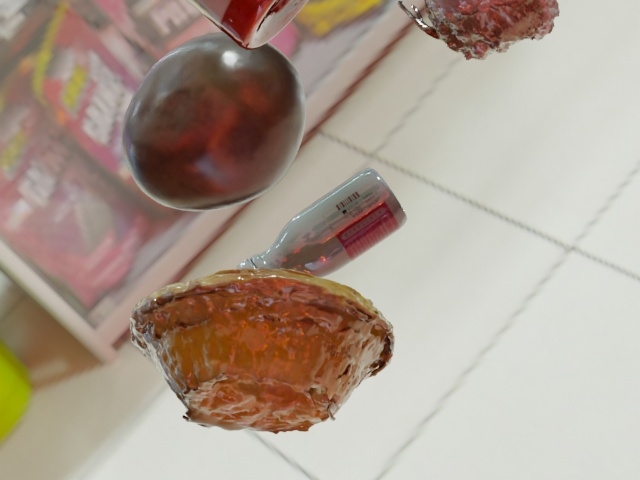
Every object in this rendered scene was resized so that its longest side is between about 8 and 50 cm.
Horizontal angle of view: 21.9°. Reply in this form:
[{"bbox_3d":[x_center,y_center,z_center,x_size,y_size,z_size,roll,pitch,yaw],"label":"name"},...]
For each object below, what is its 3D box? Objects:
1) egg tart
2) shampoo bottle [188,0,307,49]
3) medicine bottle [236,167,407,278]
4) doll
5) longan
[{"bbox_3d":[-0.067,0.133,1.820,0.315,0.315,0.120,-13,59,30],"label":"egg tart"},{"bbox_3d":[-0.130,-0.285,1.380,0.278,0.104,0.104,41,81,8],"label":"shampoo bottle"},{"bbox_3d":[0.000,0.000,2.102,0.217,0.090,0.090,-34,38,-2],"label":"medicine bottle"},{"bbox_3d":[0.110,-0.221,1.102,0.115,0.221,0.105,7,40,7],"label":"doll"},{"bbox_3d":[-0.102,-0.112,1.590,0.187,0.167,0.167,-29,38,-8],"label":"longan"}]
